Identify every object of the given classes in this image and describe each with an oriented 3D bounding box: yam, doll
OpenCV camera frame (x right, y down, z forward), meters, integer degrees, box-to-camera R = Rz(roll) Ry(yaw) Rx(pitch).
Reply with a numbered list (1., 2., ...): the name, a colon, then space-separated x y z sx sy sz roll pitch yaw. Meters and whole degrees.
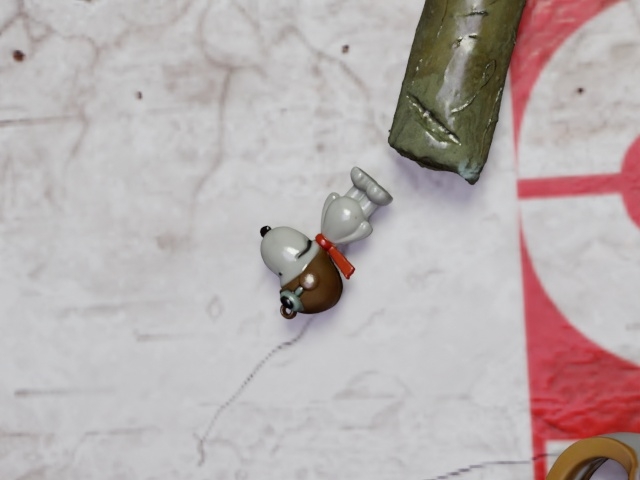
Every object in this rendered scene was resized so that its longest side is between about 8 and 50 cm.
1. yam: 0.073 -0.098 0.641 0.054 0.054 0.132 16 98 10
2. doll: 0.006 0.003 0.674 0.085 0.040 0.058 -30 79 14

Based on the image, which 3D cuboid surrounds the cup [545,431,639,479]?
1. cup: 0.181 0.226 0.607 0.226 0.182 0.264 33 111 41
